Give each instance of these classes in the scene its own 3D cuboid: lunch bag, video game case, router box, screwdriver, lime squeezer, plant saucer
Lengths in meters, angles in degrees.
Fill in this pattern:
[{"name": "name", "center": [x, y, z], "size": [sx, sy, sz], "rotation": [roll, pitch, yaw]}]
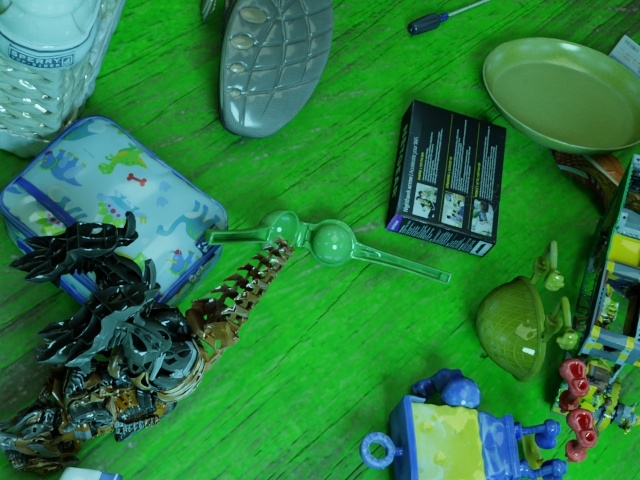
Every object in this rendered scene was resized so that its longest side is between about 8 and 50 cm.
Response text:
[{"name": "lunch bag", "center": [-0.222, -0.015, 1.002], "size": [0.219, 0.090, 0.176], "rotation": [41, 63, 6]}, {"name": "video game case", "center": [0.454, -0.241, 1.365], "size": [0.087, 0.011, 0.122], "rotation": [39, 60, 3]}, {"name": "router box", "center": [0.162, -0.081, 1.175], "size": [0.133, 0.046, 0.179], "rotation": [16, 61, -9]}, {"name": "screwdriver", "center": [0.190, -0.324, 1.317], "size": [0.169, 0.025, 0.024], "rotation": [-29, 76, -26]}, {"name": "lime squeezer", "center": [0.000, 0.000, 1.055], "size": [0.310, 0.110, 0.059], "rotation": [11, 86, -29]}, {"name": "plant saucer", "center": [0.331, -0.190, 1.256], "size": [0.240, 0.037, 0.241], "rotation": [7, 46, -7]}]

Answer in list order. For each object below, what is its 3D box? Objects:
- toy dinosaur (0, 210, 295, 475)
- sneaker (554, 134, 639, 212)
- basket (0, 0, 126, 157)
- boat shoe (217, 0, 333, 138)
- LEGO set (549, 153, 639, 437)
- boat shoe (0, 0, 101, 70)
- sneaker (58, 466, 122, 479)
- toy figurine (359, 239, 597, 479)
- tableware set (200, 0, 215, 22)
[{"name": "toy dinosaur", "center": [-0.178, 0.092, 0.885], "size": [0.164, 0.218, 0.322], "rotation": [25, 66, 40]}, {"name": "sneaker", "center": [0.391, -0.080, 1.237], "size": [0.067, 0.064, 0.175], "rotation": [-33, 79, -33]}, {"name": "basket", "center": [-0.380, -0.321, 1.003], "size": [0.331, 0.266, 0.328], "rotation": [18, 60, -10]}, {"name": "boat shoe", "center": [-0.056, -0.290, 1.168], "size": [0.132, 0.130, 0.356], "rotation": [18, 78, -19]}, {"name": "LEGO set", "center": [0.402, 0.075, 1.056], "size": [0.192, 0.255, 0.331], "rotation": [18, 52, 10]}, {"name": "boat shoe", "center": [-0.244, -0.343, 0.812], "size": [0.135, 0.156, 0.367], "rotation": [4, 64, -17]}, {"name": "sneaker", "center": [-0.194, 0.371, 0.811], "size": [0.182, 0.127, 0.316], "rotation": [16, 68, -13]}, {"name": "toy figurine", "center": [0.148, 0.184, 0.967], "size": [0.217, 0.191, 0.363], "rotation": [-1, 61, -4]}, {"name": "tableware set", "center": [-0.121, -0.367, 1.174], "size": [0.020, 0.141, 0.169], "rotation": [12, 63, -20]}]
